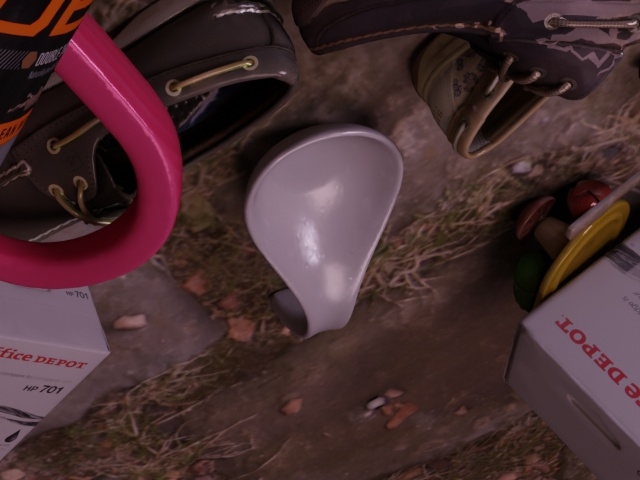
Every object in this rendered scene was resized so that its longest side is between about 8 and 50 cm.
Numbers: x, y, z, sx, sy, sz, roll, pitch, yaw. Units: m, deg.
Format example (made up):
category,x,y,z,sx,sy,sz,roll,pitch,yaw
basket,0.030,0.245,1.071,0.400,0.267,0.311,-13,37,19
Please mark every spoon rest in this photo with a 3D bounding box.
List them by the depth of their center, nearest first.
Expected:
category,x,y,z,sx,sy,sz,roll,pitch,yaw
spoon rest,0.000,0.000,1.257,0.137,0.084,0.276,-16,148,-14

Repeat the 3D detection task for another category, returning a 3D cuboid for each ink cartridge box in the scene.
category,x,y,z,sx,sy,sz,roll,pitch,yaw
ink cartridge box,-0.288,0.106,1.220,0.139,0.082,0.190,15,133,-46
ink cartridge box,0.365,0.099,1.440,0.307,0.223,0.129,-34,156,-21

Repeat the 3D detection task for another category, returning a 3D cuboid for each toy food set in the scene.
category,x,y,z,sx,sy,sz,roll,pitch,yaw
toy food set,0.231,-0.002,1.438,0.128,0.071,0.218,-38,157,-25

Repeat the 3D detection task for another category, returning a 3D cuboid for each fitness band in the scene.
category,x,y,z,sx,sy,sz,roll,pitch,yaw
fitness band,-0.217,-0.072,0.944,0.209,0.054,0.291,-26,126,22

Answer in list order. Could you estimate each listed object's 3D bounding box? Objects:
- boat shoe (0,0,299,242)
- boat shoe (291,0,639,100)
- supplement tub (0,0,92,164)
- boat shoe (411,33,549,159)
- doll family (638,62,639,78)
category,x,y,z,sx,sy,sz,roll,pitch,yaw
boat shoe,-0.150,-0.068,1.045,0.305,0.091,0.109,-33,147,14
boat shoe,0.160,-0.157,1.007,0.355,0.132,0.130,-10,107,6
supplement tub,-0.192,-0.178,0.709,0.207,0.207,0.338,11,121,-44
boat shoe,0.203,-0.172,1.133,0.285,0.089,0.104,-39,145,21
doll family,0.342,-0.157,1.241,0.111,0.076,0.193,21,127,-6
